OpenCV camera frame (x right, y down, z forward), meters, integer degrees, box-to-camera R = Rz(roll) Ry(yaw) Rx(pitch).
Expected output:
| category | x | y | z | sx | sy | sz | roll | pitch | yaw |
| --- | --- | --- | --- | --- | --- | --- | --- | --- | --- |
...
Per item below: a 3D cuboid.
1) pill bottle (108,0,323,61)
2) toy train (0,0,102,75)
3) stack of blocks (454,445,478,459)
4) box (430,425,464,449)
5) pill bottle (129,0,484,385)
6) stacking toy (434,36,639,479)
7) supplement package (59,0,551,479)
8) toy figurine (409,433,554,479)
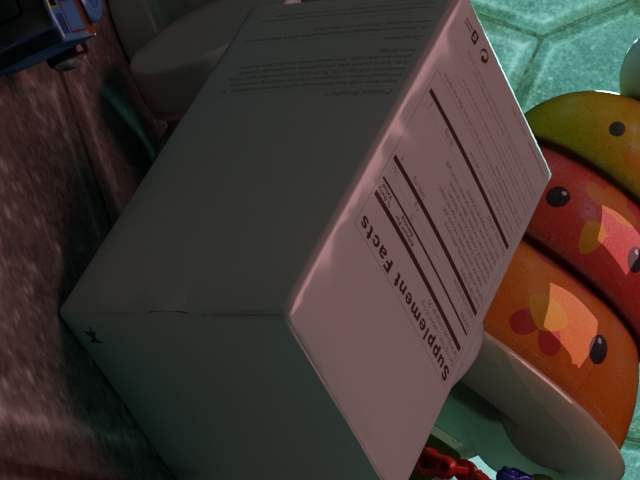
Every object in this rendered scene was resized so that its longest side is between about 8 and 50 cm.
| category | x | y | z | sx | sy | sz | roll | pitch | yaw |
| --- | --- | --- | --- | --- | --- | --- | --- | --- | --- |
| pill bottle | -0.027 | -0.218 | 1.612 | 0.162 | 0.278 | 0.162 | -22 | 90 | -79 |
| toy train | -0.203 | -0.192 | 1.230 | 0.184 | 0.080 | 0.105 | 67 | 16 | -4 |
| stack of blocks | 0.180 | 0.098 | 2.310 | 0.087 | 0.171 | 0.297 | 41 | 29 | -67 |
| box | 0.148 | 0.178 | 2.170 | 0.102 | 0.101 | 0.087 | -70 | 137 | -73 |
| pill bottle | -0.015 | -0.025 | 1.524 | 0.188 | 0.188 | 0.334 | -89 | 155 | -66 |
| stacking toy | 0.244 | -0.029 | 1.859 | 0.350 | 0.480 | 0.350 | 33 | -12 | 8 |
| supplement package | 0.000 | 0.000 | 1.251 | 0.293 | 0.177 | 0.175 | -61 | 136 | -35 |
| toy figurine | 0.109 | 0.293 | 1.682 | 0.362 | 0.217 | 0.191 | 24 | 3 | 31 |
